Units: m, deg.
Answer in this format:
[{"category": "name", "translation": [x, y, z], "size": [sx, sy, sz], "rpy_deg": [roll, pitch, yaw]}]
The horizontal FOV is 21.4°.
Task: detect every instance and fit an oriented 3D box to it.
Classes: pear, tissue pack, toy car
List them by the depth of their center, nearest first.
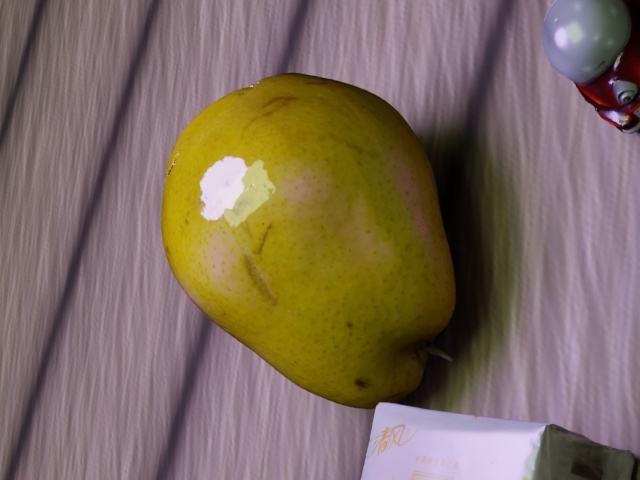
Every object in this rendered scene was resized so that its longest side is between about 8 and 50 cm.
[{"category": "tissue pack", "translation": [0.134, 0.245, 1.435], "size": [0.225, 0.124, 0.185], "rpy_deg": [0, 72, 54]}, {"category": "toy car", "translation": [0.248, -0.170, 1.484], "size": [0.112, 0.112, 0.139], "rpy_deg": [-44, 42, 33]}, {"category": "pear", "translation": [-0.002, -0.001, 1.655], "size": [0.285, 0.336, 0.285], "rpy_deg": [-34, 4, 3]}]
